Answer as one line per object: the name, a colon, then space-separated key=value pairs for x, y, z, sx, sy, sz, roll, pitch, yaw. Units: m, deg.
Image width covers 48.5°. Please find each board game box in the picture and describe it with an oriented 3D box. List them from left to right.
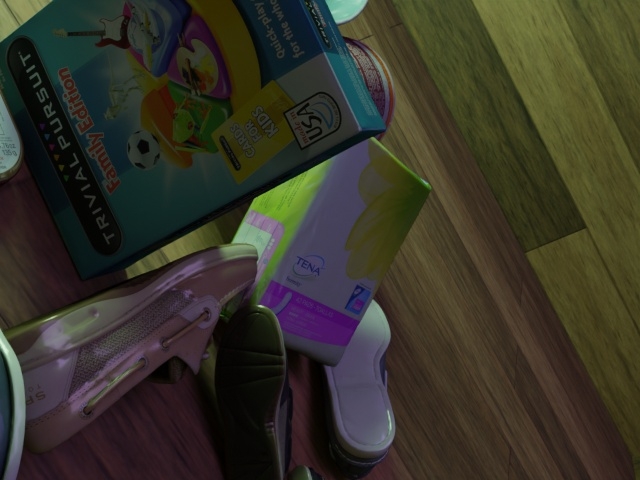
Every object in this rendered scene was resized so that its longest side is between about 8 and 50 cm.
board game box: x=-0.143 y=-0.142 z=0.683 sx=0.253 sy=0.336 sz=0.079 roll=65 pitch=24 yaw=1

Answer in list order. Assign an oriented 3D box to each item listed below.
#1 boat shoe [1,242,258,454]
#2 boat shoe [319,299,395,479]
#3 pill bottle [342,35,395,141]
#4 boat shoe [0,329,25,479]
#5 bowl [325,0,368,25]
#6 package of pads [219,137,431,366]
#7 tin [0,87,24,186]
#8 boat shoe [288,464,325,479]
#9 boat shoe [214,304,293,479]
boat shoe: x=-0.167 y=0.089 z=0.696 sx=0.341 sy=0.122 sz=0.110 roll=-27 pitch=96 yaw=-56
boat shoe: x=0.046 y=0.205 z=1.061 sx=0.319 sy=0.116 sz=0.099 roll=-94 pitch=-168 yaw=-52
pill bottle: x=-0.039 y=-0.217 z=1.103 sx=0.224 sy=0.224 sz=0.392 roll=64 pitch=24 yaw=-1
boat shoe: x=-0.277 y=0.067 z=0.510 sx=0.079 sy=0.095 sz=0.254 roll=20 pitch=48 yaw=-59
bowl: x=-0.075 y=-0.464 z=1.119 sx=0.312 sy=0.163 sz=0.311 roll=13 pitch=72 yaw=-46
package of pads: x=0.000 y=0.000 z=0.932 sx=0.229 sy=0.101 sz=0.296 roll=32 pitch=85 yaw=-50
tin: x=-0.339 y=-0.131 z=0.650 sx=0.189 sy=0.040 sz=0.106 roll=65 pitch=20 yaw=3
boat shoe: x=-0.010 y=0.333 z=0.841 sx=0.042 sy=0.049 sz=0.133 roll=36 pitch=31 yaw=-33
boat shoe: x=-0.071 y=0.184 z=0.807 sx=0.073 sy=0.080 sz=0.223 roll=23 pitch=64 yaw=-81
